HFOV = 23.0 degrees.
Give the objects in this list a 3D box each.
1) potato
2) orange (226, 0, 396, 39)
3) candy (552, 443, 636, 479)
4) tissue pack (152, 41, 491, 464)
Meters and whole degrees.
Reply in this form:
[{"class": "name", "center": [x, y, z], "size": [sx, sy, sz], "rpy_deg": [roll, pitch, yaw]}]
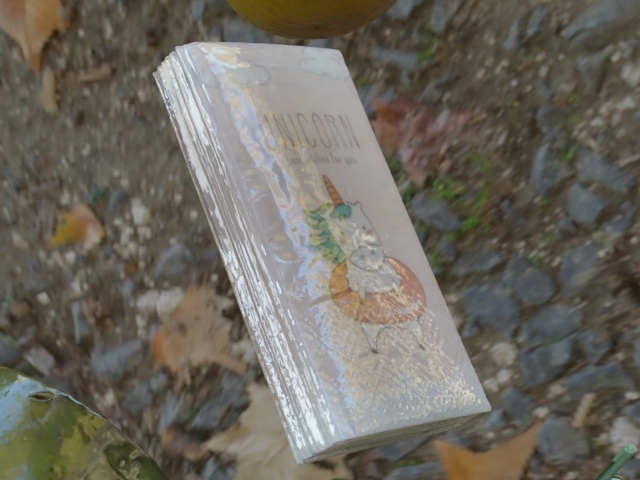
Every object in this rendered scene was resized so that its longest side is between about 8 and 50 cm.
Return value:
[{"class": "potato", "center": [-0.273, 0.293, 1.497], "size": [0.269, 0.112, 0.255], "rpy_deg": [44, 57, -22]}, {"class": "orange", "center": [-0.008, -0.290, 1.358], "size": [0.236, 0.236, 0.236], "rpy_deg": [1, 79, -6]}, {"class": "candy", "center": [0.255, 0.237, 1.494], "size": [0.084, 0.287, 0.078], "rpy_deg": [43, 69, 15]}, {"class": "tissue pack", "center": [0.000, 0.000, 1.190], "size": [0.170, 0.071, 0.325], "rpy_deg": [-4, 66, -43]}]
